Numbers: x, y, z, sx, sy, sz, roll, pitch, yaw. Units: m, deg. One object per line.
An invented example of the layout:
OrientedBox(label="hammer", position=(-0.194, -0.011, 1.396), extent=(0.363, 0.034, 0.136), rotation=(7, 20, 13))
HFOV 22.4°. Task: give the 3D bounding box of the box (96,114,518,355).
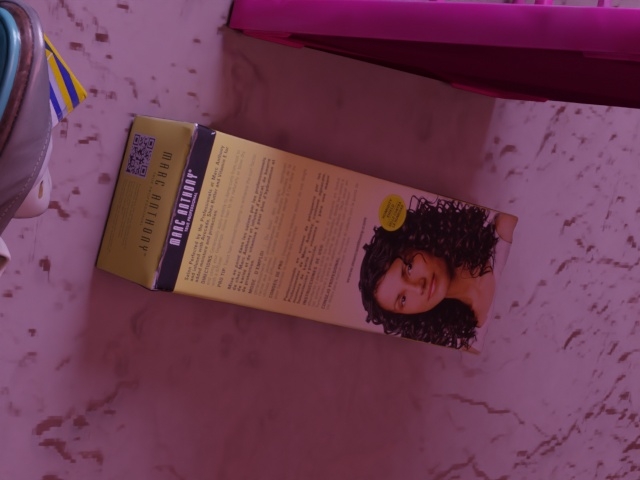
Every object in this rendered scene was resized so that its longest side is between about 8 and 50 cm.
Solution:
OrientedBox(label="box", position=(0.000, 0.000, 0.862), extent=(0.232, 0.058, 0.087), rotation=(12, 93, -38))

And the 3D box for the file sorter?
OrientedBox(label="file sorter", position=(0.134, -0.164, 0.781), extent=(0.202, 0.290, 0.182), rotation=(9, 92, -39))

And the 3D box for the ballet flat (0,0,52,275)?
OrientedBox(label="ballet flat", position=(-0.155, -0.014, 0.691), extent=(0.068, 0.072, 0.213), rotation=(8, 129, -44))

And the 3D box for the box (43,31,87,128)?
OrientedBox(label="box", position=(-0.177, -0.110, 0.700), extent=(0.059, 0.054, 0.169), rotation=(-47, 125, -21))
